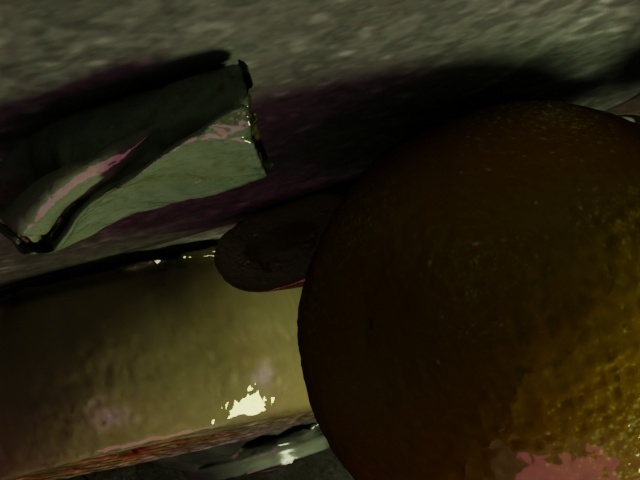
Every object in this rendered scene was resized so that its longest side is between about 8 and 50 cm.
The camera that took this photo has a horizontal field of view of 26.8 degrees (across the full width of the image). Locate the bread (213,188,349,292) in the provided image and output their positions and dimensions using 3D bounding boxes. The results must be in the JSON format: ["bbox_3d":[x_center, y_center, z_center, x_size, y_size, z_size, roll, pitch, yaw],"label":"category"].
[{"bbox_3d":[-0.001,0.000,0.753,0.103,0.049,0.062,-10,169,-37],"label":"bread"}]

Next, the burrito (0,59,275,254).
[{"bbox_3d":[-0.074,-0.028,0.500,0.118,0.044,0.074,-18,168,4],"label":"burrito"}]

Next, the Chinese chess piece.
[{"bbox_3d":[-0.121,0.086,0.884,0.270,0.112,0.270,-13,170,-2],"label":"Chinese chess piece"}]

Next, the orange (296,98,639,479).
[{"bbox_3d":[0.102,0.042,0.641,0.236,0.236,0.236,-14,170,-3],"label":"orange"}]

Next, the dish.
[{"bbox_3d":[-0.072,0.165,1.319,0.303,0.120,0.303,-15,175,-1],"label":"dish"}]
